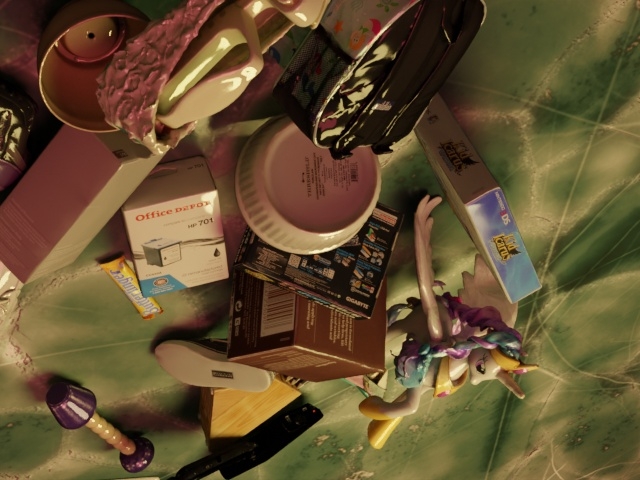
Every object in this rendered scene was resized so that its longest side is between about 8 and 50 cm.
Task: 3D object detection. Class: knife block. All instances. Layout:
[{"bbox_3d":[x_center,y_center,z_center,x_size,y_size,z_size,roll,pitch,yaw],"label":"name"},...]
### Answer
[{"bbox_3d":[-0.095,0.263,1.768,0.242,0.088,0.276,-7,136,-18],"label":"knife block"}]

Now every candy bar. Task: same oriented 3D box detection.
[{"bbox_3d":[-0.298,0.076,1.534,0.040,0.018,0.161,-25,138,1],"label":"candy bar"}]

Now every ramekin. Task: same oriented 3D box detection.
[{"bbox_3d":[-0.013,-0.086,1.344,0.207,0.207,0.109,-12,178,-14],"label":"ramekin"}]

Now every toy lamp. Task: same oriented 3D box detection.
[{"bbox_3d":[-0.393,0.331,1.710,0.080,0.080,0.275,-27,138,3],"label":"toy lamp"}]

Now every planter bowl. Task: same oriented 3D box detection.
[{"bbox_3d":[-0.269,-0.228,1.162,0.162,0.109,0.162,-17,138,-16],"label":"planter bowl"}]

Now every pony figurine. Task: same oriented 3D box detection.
[{"bbox_3d":[0.197,0.150,1.643,0.363,0.351,0.302,-30,138,35],"label":"pony figurine"}]

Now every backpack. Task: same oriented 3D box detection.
[{"bbox_3d":[0.076,-0.254,1.220,0.225,0.191,0.253,-9,148,-49],"label":"backpack"}]

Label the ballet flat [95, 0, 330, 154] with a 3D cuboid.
[{"bbox_3d":[-0.075,-0.247,1.080,0.409,0.147,0.147,-43,136,9],"label":"ballet flat"}]

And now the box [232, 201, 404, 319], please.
[{"bbox_3d":[0.000,0.000,1.439,0.220,0.175,0.051,23,164,-17],"label":"box"}]

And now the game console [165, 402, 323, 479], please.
[{"bbox_3d":[-0.161,0.411,1.813,0.361,0.044,0.213,-13,155,-52],"label":"game console"}]

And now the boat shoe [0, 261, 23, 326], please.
[{"bbox_3d":[-0.483,0.088,1.409,0.095,0.084,0.258,12,127,-34],"label":"boat shoe"}]

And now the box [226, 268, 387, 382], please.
[{"bbox_3d":[-0.019,0.125,1.559,0.203,0.169,0.167,21,153,-39],"label":"box"}]

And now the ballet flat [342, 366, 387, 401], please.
[{"bbox_3d":[0.082,0.256,1.865,0.079,0.077,0.221,-49,136,-2],"label":"ballet flat"}]

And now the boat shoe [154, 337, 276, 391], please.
[{"bbox_3d":[-0.175,0.206,1.647,0.219,0.070,0.078,11,120,16],"label":"boat shoe"}]

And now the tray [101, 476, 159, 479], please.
[{"bbox_3d":[-0.464,0.532,1.920,0.270,0.030,0.145,3,131,-27],"label":"tray"}]

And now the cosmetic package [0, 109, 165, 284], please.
[{"bbox_3d":[-0.328,-0.063,1.277,0.238,0.107,0.127,-48,175,20],"label":"cosmetic package"}]

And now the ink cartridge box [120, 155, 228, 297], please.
[{"bbox_3d":[-0.218,-0.017,1.427,0.139,0.082,0.191,-14,139,-11],"label":"ink cartridge box"}]

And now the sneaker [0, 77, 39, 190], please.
[{"bbox_3d":[-0.416,-0.179,1.174,0.124,0.107,0.283,-24,145,-23],"label":"sneaker"}]

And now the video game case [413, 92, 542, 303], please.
[{"bbox_3d":[0.229,-0.070,1.457,0.061,0.244,0.269,-30,139,4],"label":"video game case"}]
